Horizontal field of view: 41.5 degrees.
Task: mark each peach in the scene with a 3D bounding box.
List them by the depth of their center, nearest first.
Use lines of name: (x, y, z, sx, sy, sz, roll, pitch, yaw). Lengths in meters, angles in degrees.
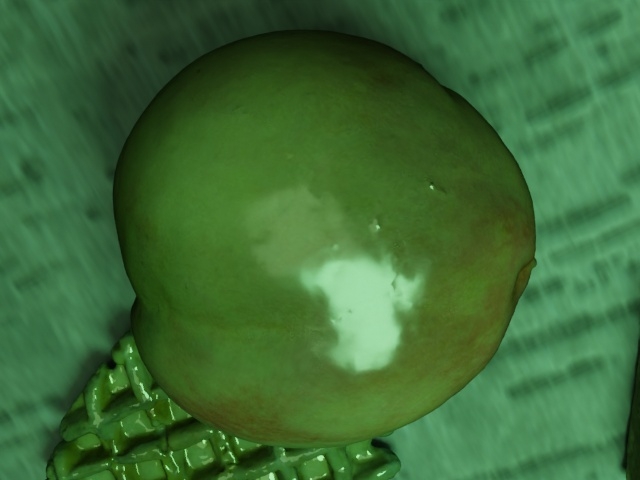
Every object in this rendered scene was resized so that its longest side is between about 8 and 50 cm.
peach: (0.000, 0.001, 0.588, 0.292, 0.247, 0.292, 1, 92, 21)

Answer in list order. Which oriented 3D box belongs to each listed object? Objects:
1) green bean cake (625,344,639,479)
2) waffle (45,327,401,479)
green bean cake: (0.319, 0.135, 0.687, 0.109, 0.085, 0.179, 4, 104, 3)
waffle: (-0.089, 0.209, 0.744, 0.292, 0.056, 0.309, 29, 102, -3)
